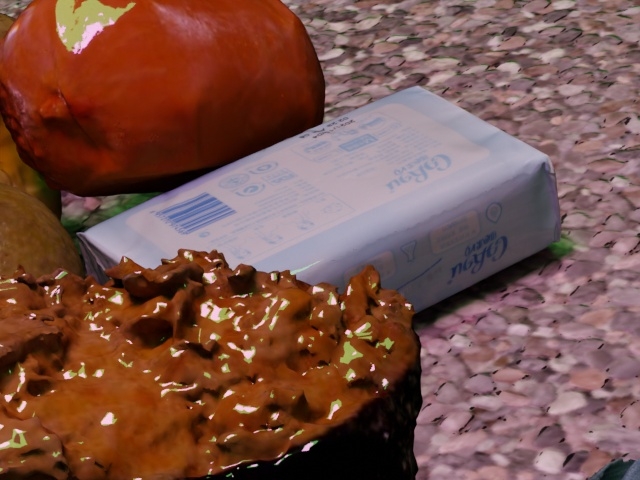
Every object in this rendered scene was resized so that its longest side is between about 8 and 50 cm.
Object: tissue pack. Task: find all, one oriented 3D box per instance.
[{"bbox_3d":[0.000,0.000,1.215,0.263,0.089,0.177,-24,32,-22],"label":"tissue pack"}]

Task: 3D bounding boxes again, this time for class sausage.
[{"bbox_3d":[-0.101,-0.106,1.311,0.153,0.141,0.268,-16,-7,38],"label":"sausage"}]

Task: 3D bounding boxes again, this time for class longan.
[{"bbox_3d":[-0.225,0.034,1.166,0.145,0.176,0.155,-20,37,22],"label":"longan"}]

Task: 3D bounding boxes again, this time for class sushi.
[{"bbox_3d":[-0.113,0.129,0.903,0.348,0.207,0.234,-9,36,-11],"label":"sushi"}]

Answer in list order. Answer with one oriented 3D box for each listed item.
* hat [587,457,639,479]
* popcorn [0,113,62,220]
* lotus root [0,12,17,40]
[{"bbox_3d":[0.180,0.139,0.897,0.138,0.078,0.191,9,36,32],"label":"hat"},{"bbox_3d":[-0.271,-0.051,1.312,0.155,0.197,0.197,-19,28,11],"label":"popcorn"},{"bbox_3d":[-0.275,-0.111,1.477,0.278,0.154,0.154,1,32,27],"label":"lotus root"}]
